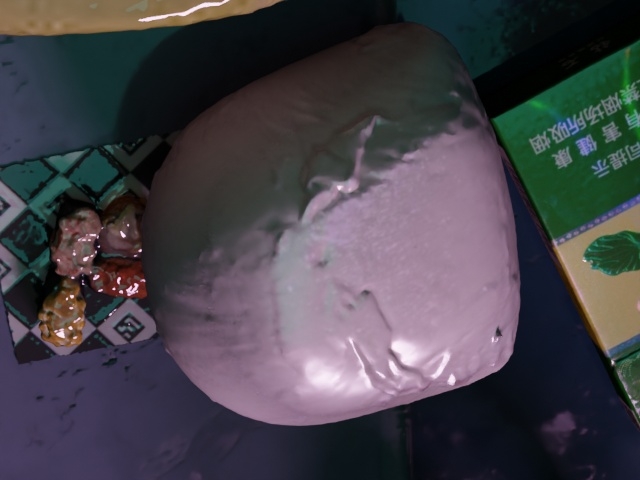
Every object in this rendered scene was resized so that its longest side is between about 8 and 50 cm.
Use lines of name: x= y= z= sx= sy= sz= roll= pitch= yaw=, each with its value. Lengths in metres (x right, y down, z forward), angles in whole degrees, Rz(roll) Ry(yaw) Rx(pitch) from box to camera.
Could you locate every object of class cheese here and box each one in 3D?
cheese: x=0.000 y=0.000 z=0.969 sx=0.189 sy=0.154 sz=0.198 roll=-22 pitch=110 yaw=-22

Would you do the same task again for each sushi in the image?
sushi: x=-0.114 y=0.008 z=1.019 sx=0.126 sy=0.026 sz=0.120 roll=-11 pitch=111 yaw=-8

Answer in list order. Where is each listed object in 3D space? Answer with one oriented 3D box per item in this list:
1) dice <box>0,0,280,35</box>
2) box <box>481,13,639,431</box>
dice: x=-0.114 y=-0.226 z=0.826 sx=0.238 sy=0.227 sz=0.233 roll=-6 pitch=113 yaw=-11
box: x=0.197 y=-0.009 z=1.072 sx=0.132 sy=0.034 sz=0.235 roll=-28 pitch=114 yaw=0
